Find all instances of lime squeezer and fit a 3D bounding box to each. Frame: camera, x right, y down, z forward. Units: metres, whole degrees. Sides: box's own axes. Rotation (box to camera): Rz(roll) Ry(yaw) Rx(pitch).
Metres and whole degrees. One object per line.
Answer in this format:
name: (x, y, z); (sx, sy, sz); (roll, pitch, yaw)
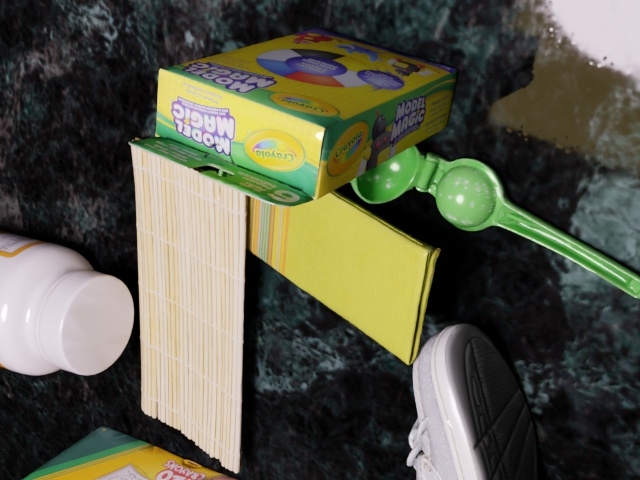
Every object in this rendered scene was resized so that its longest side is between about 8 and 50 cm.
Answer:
lime squeezer: (0.085, -0.035, 0.638); (0.310, 0.110, 0.059); (16, 103, -6)

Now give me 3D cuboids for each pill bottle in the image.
pill bottle: (-0.320, 0.063, 0.915); (0.246, 0.136, 0.136); (11, 114, 30)

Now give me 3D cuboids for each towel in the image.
towel: (0.000, 0.000, 0.710); (0.237, 0.021, 0.102); (33, 129, 40)

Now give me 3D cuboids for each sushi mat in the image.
sushi mat: (-0.129, 0.069, 0.849); (0.151, 0.019, 0.316); (22, 121, 33)

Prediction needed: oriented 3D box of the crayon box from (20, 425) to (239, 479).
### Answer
crayon box: (-0.180, 0.303, 0.901); (0.278, 0.165, 0.081); (13, 115, 28)

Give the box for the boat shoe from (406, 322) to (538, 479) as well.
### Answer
boat shoe: (0.119, 0.219, 0.705); (0.103, 0.118, 0.320); (-5, 113, 30)

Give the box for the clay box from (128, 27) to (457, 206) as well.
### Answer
clay box: (-0.011, -0.092, 0.595); (0.127, 0.222, 0.053); (22, 119, 24)
